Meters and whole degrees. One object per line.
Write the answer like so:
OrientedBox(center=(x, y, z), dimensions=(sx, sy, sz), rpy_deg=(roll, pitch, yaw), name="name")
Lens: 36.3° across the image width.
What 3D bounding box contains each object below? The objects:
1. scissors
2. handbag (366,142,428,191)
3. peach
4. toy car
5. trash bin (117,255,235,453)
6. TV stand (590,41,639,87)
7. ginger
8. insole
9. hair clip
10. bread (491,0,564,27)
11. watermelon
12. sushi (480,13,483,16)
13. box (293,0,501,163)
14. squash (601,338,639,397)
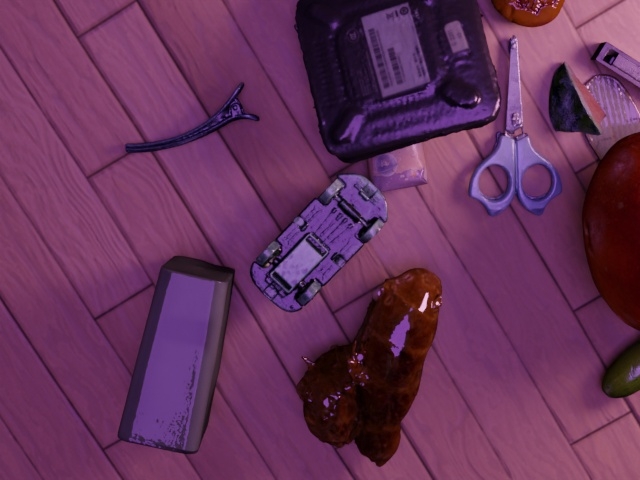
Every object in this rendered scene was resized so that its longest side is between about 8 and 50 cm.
OrientedBox(center=(0.388, -0.227, 1.951), dimensions=(0.191, 0.029, 0.360), rpy_deg=(-3, 96, -3), name="scissors")
OrientedBox(center=(0.145, -0.186, 1.926), dimensions=(0.117, 0.095, 0.173), rpy_deg=(-11, 101, -3), name="handbag")
OrientedBox(center=(0.667, -0.002, 1.825), dimensions=(0.335, 0.310, 0.406), rpy_deg=(-5, 110, 9), name="peach")
OrientedBox(center=(0.000, 0.000, 1.939), dimensions=(0.136, 0.125, 0.306), rpy_deg=(44, 94, -1), name="toy car")
OrientedBox(center=(-0.269, 0.218, 1.931), dimensions=(0.158, 0.223, 0.343), rpy_deg=(15, 96, -1), name="trash bin")
OrientedBox(center=(0.654, -0.307, 1.925), dimensions=(0.256, 0.049, 0.040), rpy_deg=(31, 99, -4), name="TV stand")
OrientedBox(center=(0.096, 0.237, 1.949), dimensions=(0.254, 0.176, 0.418), rpy_deg=(19, 104, -8), name="ginger")
OrientedBox(center=(0.604, -0.165, 1.965), dimensions=(0.119, 0.009, 0.348), rpy_deg=(-14, 98, 2), name="insole")
OrientedBox(center=(-0.261, -0.222, 1.949), dimensions=(0.275, 0.048, 0.083), rpy_deg=(-24, 102, 5), name="hair clip")
OrientedBox(center=(0.406, -0.475, 1.883), dimensions=(0.156, 0.086, 0.125), rpy_deg=(-12, 99, 3), name="bread")
OrientedBox(center=(0.496, -0.274, 1.930), dimensions=(0.101, 0.080, 0.155), rpy_deg=(-23, 96, 47), name="watermelon")
OrientedBox(center=(0.266, -0.475, 1.904), dimensions=(0.055, 0.052, 0.120), rpy_deg=(-36, 93, 21), name="sushi")
OrientedBox(center=(0.140, -0.348, 1.840), dimensions=(0.350, 0.091, 0.359), rpy_deg=(-16, 80, 13), name="box")
OrientedBox(center=(0.694, 0.220, 1.986), dimensions=(0.292, 0.082, 0.082), rpy_deg=(-39, 96, 6), name="squash")
